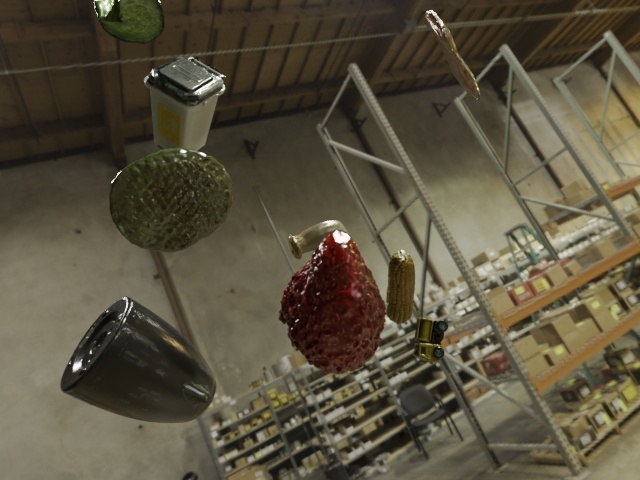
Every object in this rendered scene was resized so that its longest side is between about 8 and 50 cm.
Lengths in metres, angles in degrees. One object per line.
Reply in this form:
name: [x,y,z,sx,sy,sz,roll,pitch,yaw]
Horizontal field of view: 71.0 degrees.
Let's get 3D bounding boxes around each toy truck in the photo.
toy truck: [0.207,0.192,0.856,0.054,0.083,0.049,11,-13,1]

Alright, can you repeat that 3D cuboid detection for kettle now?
kettle: [-0.368,0.278,0.968,0.268,0.290,0.207,-7,50,51]

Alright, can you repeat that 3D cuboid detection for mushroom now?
mushroom: [0.004,-0.009,1.544,0.247,0.096,0.108,-12,-55,-27]

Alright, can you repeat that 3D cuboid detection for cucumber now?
cucumber: [-0.555,-0.696,1.334,0.191,0.130,0.191,-21,-12,-5]

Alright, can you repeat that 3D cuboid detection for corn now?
corn: [0.272,0.156,1.507,0.102,0.102,0.313,-21,-47,-21]

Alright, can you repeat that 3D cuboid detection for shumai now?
shumai: [-0.528,-0.162,1.545,0.397,0.324,0.323,-25,28,-24]

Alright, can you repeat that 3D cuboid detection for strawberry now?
strawberry: [0.044,0.136,0.985,0.257,0.261,0.261,-46,-21,23]

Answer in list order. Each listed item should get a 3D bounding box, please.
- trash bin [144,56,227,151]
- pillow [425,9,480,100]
trash bin: [-0.575,-0.566,1.924,0.296,0.256,0.368,-57,-5,-43]
pillow: [0.292,-0.403,0.982,0.034,0.135,0.211,-29,-43,23]
